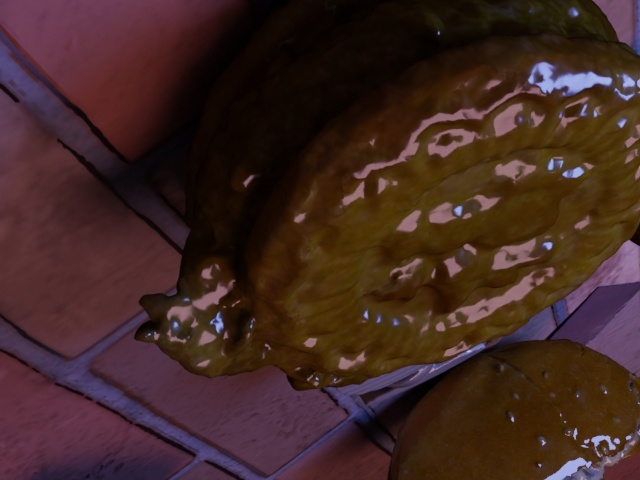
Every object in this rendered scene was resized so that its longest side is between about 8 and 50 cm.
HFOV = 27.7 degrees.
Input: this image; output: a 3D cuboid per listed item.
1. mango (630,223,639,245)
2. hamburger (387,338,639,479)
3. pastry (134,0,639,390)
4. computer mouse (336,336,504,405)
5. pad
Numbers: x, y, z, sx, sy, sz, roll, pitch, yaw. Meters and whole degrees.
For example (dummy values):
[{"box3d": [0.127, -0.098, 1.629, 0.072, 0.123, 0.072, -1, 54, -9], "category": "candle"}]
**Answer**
[{"box3d": [0.270, -0.049, 0.923, 0.267, 0.111, 0.133, 13, 111, -58], "category": "mango"}, {"box3d": [0.160, 0.173, 1.131, 0.283, 0.156, 0.144, -22, 171, -28], "category": "hamburger"}, {"box3d": [0.045, -0.035, 0.625, 0.235, 0.132, 0.240, -42, 144, 23], "category": "pastry"}, {"box3d": [0.099, 0.013, 0.817, 0.236, 0.082, 0.145, -45, 159, 0], "category": "computer mouse"}, {"box3d": [0.242, 0.106, 1.302, 0.113, 0.006, 0.187, -1, 137, -51], "category": "pad"}]
